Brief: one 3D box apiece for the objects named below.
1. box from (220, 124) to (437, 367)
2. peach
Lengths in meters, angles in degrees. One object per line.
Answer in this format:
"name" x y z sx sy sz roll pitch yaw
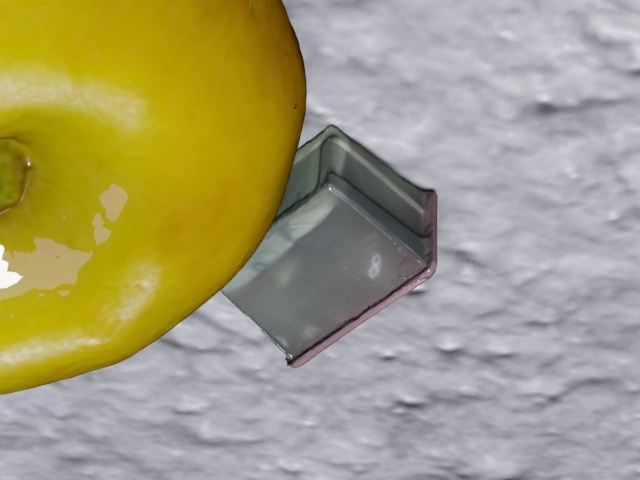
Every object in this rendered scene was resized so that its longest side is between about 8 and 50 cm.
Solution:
"box" 0.000 0.000 0.670 0.084 0.060 0.063 -34 117 27
"peach" -0.129 -0.048 0.545 0.251 0.153 0.251 -8 133 -9
